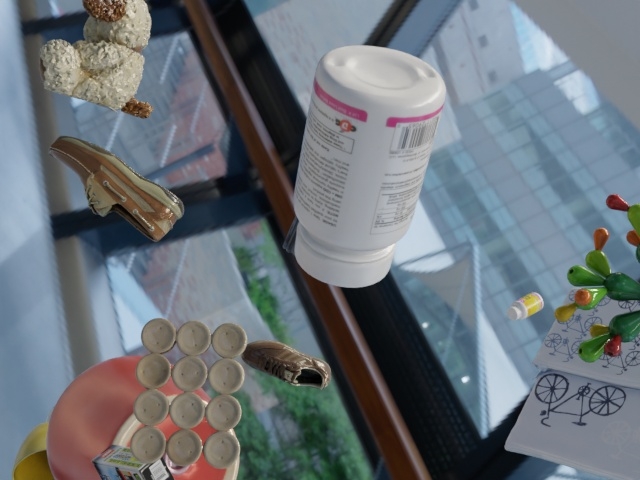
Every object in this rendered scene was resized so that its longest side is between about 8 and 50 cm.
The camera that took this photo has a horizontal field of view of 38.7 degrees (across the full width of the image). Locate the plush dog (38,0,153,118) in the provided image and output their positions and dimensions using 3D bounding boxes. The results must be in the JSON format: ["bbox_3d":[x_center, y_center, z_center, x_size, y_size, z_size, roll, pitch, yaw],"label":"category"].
[{"bbox_3d":[-0.400,-0.374,1.766,0.262,0.210,0.225,-71,180,-82],"label":"plush dog"}]

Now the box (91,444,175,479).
[{"bbox_3d":[-0.192,0.347,1.106,0.114,0.036,0.207,-8,-68,48],"label":"box"}]

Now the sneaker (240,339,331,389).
[{"bbox_3d":[-0.068,0.251,1.829,0.071,0.188,0.066,-91,-165,-72],"label":"sneaker"}]

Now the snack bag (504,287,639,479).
[{"bbox_3d":[0.477,0.230,1.488,0.323,0.343,0.037,6,-32,52],"label":"snack bag"}]

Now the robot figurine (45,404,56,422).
[{"bbox_3d":[-0.527,0.463,1.997,0.209,0.173,0.278,101,-7,-46],"label":"robot figurine"}]

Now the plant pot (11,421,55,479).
[{"bbox_3d":[-0.502,0.394,1.690,0.095,0.134,0.134,-113,177,-49],"label":"plant pot"}]

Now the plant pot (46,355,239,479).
[{"bbox_3d":[-0.253,0.315,1.374,0.243,0.275,0.275,-6,-67,64],"label":"plant pot"}]

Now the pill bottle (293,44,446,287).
[{"bbox_3d":[0.052,-0.089,1.166,0.160,0.160,0.283,-114,-151,-49],"label":"pill bottle"}]

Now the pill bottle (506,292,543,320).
[{"bbox_3d":[0.445,0.146,1.986,0.043,0.083,0.043,30,-49,42],"label":"pill bottle"}]

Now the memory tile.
[{"bbox_3d":[-0.133,0.154,0.924,0.012,0.113,0.148,86,7,-75],"label":"memory tile"}]

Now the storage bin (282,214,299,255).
[{"bbox_3d":[0.000,0.000,1.794,0.091,0.098,0.135,55,-36,22],"label":"storage bin"}]

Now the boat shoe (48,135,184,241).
[{"bbox_3d":[-0.464,-0.112,2.024,0.324,0.120,0.122,32,-17,-6],"label":"boat shoe"}]

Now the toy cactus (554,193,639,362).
[{"bbox_3d":[0.407,0.059,1.162,0.180,0.219,0.112,19,-14,16],"label":"toy cactus"}]
